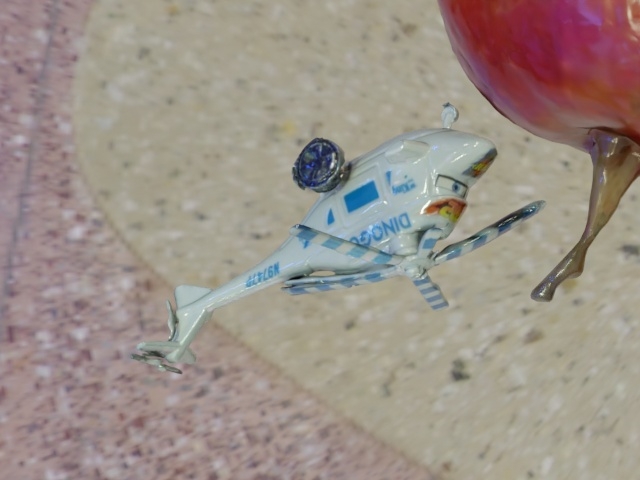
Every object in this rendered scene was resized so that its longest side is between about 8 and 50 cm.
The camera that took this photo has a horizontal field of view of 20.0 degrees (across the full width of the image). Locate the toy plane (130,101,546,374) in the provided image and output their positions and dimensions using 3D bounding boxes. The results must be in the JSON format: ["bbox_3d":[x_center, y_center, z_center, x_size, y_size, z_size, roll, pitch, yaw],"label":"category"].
[{"bbox_3d":[0.005,0.003,1.237,0.273,0.182,0.107,-35,58,40],"label":"toy plane"}]

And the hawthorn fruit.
[{"bbox_3d":[0.152,-0.096,0.751,0.242,0.242,0.272,28,80,12],"label":"hawthorn fruit"}]
